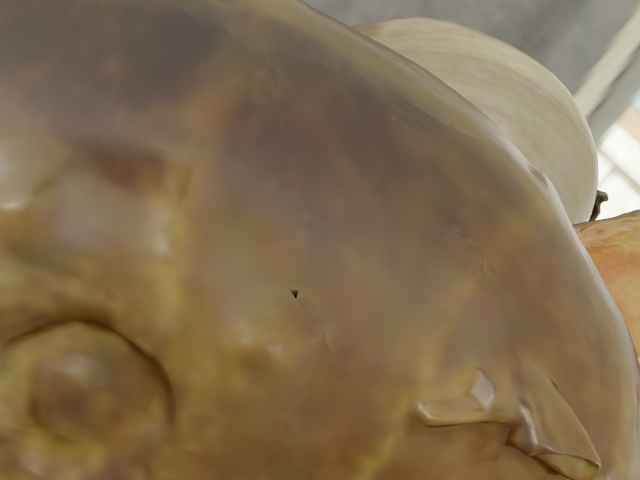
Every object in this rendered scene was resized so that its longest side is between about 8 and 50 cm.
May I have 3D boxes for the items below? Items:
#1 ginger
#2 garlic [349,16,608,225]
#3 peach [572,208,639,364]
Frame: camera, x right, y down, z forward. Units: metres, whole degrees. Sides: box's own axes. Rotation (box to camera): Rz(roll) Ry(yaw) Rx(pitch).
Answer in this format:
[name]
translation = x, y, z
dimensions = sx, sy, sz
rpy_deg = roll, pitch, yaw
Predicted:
[ginger]
translation = -0.098, -0.033, 0.483
dimensions = 0.418, 0.176, 0.254
rpy_deg = 20, 44, 1
[garlic]
translation = 0.010, 0.011, 1.016
dimensions = 0.241, 0.322, 0.322
rpy_deg = 41, 3, -4
[peach]
translation = 0.129, 0.084, 0.726
dimensions = 0.232, 0.232, 0.232
rpy_deg = 43, 2, -2
